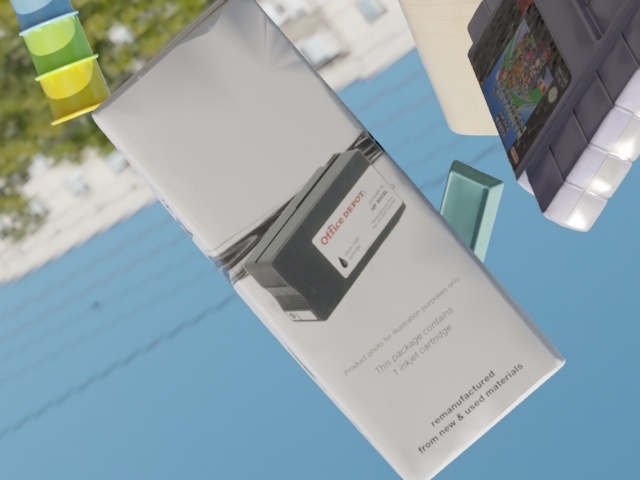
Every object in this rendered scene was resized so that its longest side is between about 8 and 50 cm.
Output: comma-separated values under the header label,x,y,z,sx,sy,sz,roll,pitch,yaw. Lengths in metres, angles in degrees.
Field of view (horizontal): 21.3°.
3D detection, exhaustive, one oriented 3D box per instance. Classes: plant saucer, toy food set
label,x,y,z,sx,sy,sz,roll,pitch,yaw
plant saucer,0.148,0.010,1.867,0.067,0.192,0.018,27,-150,29
toy food set,0.245,-0.235,1.955,0.306,0.219,0.092,1,-138,32

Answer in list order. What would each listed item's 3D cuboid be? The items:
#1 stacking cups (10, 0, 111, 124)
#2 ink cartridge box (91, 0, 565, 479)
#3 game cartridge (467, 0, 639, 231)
label,x,y,z,sx,sy,sz,roll,pitch,yaw
stacking cups,-0.371,-0.314,2.242,0.096,0.316,0.096,-22,-175,2
ink cartridge box,0.000,0.000,1.451,0.166,0.395,0.285,-40,180,-3
game cartridge,0.219,-0.186,1.443,0.230,0.068,0.355,-56,-158,24
